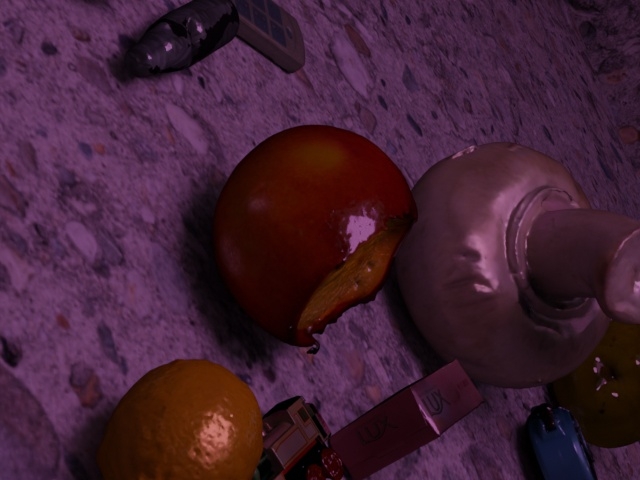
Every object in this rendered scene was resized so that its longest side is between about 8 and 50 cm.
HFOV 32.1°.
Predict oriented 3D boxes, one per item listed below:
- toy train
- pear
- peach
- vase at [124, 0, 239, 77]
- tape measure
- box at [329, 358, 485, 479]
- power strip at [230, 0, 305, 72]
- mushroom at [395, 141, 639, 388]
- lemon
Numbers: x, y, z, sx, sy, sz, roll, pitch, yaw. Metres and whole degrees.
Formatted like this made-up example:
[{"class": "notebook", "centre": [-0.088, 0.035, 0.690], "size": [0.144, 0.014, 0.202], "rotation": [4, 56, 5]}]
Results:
[{"class": "toy train", "centre": [-0.032, 0.196, 0.967], "size": [0.087, 0.050, 0.138], "rotation": [57, 27, 0]}, {"class": "pear", "centre": [0.445, 0.215, 1.678], "size": [0.198, 0.198, 0.198], "rotation": [43, 32, -35]}, {"class": "peach", "centre": [0.000, 0.000, 1.053], "size": [0.196, 0.189, 0.226], "rotation": [54, 19, -38]}, {"class": "vase", "centre": [-0.143, -0.204, 1.132], "size": [0.060, 0.059, 0.211], "rotation": [57, 26, -12]}, {"class": "tape measure", "centre": [0.322, 0.289, 1.492], "size": [0.125, 0.080, 0.146], "rotation": [19, 50, -78]}, {"class": "box", "centre": [0.089, 0.181, 1.133], "size": [0.060, 0.111, 0.156], "rotation": [59, 24, 10]}, {"class": "power strip", "centre": [-0.081, -0.272, 1.346], "size": [0.227, 0.029, 0.080], "rotation": [28, 42, -50]}, {"class": "mushroom", "centre": [0.247, 0.051, 1.377], "size": [0.315, 0.315, 0.356], "rotation": [36, 17, -43]}, {"class": "lemon", "centre": [-0.101, 0.150, 0.808], "size": [0.114, 0.114, 0.155], "rotation": [56, 28, -13]}]
